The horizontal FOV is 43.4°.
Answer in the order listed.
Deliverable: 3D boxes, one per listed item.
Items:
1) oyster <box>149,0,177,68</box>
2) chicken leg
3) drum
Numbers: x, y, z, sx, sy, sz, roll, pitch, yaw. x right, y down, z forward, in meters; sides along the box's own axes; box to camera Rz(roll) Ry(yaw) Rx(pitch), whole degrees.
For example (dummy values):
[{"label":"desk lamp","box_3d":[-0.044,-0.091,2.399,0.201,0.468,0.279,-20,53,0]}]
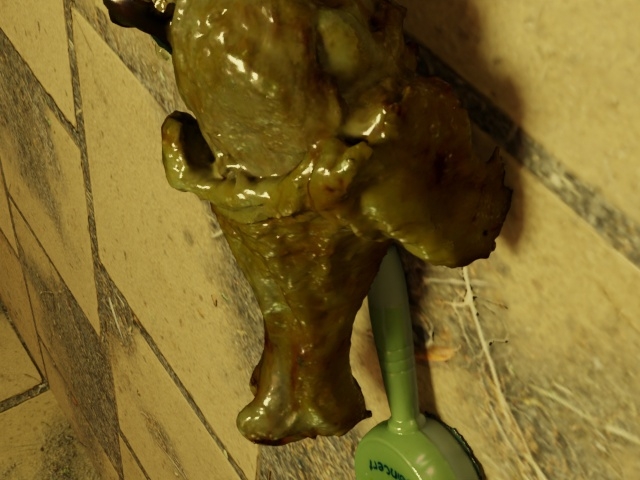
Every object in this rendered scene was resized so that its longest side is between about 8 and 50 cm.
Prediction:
[{"label":"oyster","box_3d":[-0.053,-0.215,0.537,0.214,0.083,0.223,15,117,52]},{"label":"chicken leg","box_3d":[0.013,-0.009,0.510,0.211,0.140,0.361,7,130,27]},{"label":"drum","box_3d":[0.056,0.130,0.633,0.130,0.049,0.253,-15,92,61]}]
